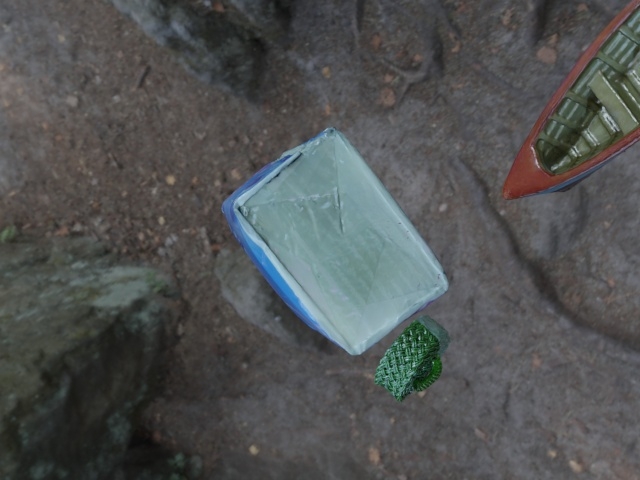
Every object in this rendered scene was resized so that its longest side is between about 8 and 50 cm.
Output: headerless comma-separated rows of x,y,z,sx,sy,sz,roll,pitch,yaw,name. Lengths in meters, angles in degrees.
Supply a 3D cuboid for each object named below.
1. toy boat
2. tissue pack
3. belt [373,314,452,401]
0.344,-0.170,0.868,0.392,0.079,0.136,-53,46,42,toy boat
0.000,0.000,0.868,0.198,0.146,0.263,53,175,-8,tissue pack
0.155,0.190,1.259,0.079,0.151,0.121,34,132,18,belt
